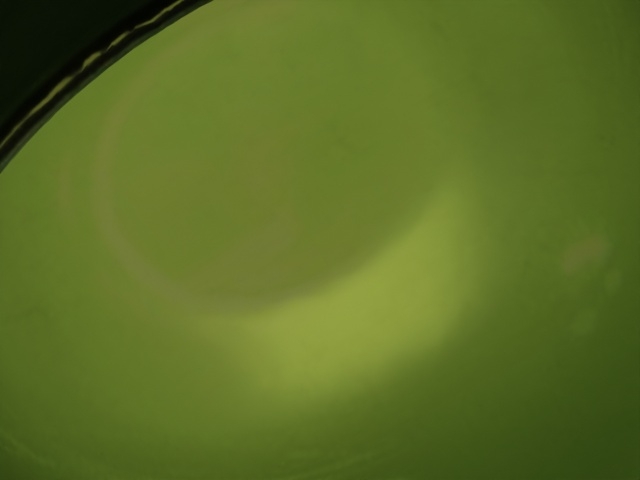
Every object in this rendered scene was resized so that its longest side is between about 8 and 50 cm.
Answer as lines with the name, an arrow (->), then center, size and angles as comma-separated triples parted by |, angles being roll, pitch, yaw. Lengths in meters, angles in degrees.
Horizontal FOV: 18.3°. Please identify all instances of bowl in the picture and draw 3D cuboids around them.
bowl -> 0.000, 0.000, 0.696 | 0.354, 0.185, 0.354 | -12, 129, -16
